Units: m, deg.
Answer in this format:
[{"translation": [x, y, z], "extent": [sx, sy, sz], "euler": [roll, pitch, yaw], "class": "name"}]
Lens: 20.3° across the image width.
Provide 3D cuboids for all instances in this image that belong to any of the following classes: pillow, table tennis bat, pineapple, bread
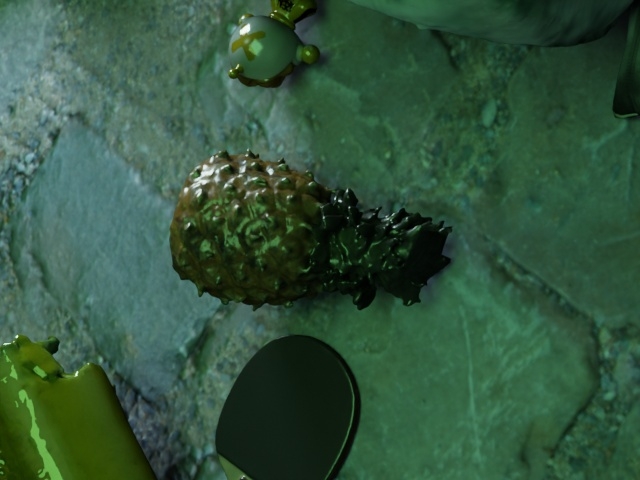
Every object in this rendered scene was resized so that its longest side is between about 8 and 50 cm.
[{"translation": [0.301, -0.172, 1.604], "extent": [0.091, 0.055, 0.136], "euler": [15, 90, 36], "class": "pillow"}, {"translation": [-0.056, 0.225, 1.806], "extent": [0.154, 0.021, 0.274], "euler": [33, 99, 33], "class": "table tennis bat"}, {"translation": [0.000, 0.000, 1.742], "extent": [0.278, 0.158, 0.158], "euler": [10, 89, 21], "class": "pineapple"}, {"translation": [-0.259, 0.310, 1.814], "extent": [0.251, 0.208, 0.377], "euler": [-36, 65, 18], "class": "bread"}]

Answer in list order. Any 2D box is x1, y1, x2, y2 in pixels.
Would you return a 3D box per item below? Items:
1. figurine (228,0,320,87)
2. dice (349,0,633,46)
[{"translation": [-0.038, -0.219, 1.833], "extent": [0.143, 0.068, 0.101], "euler": [-38, 58, 9], "class": "figurine"}, {"translation": [0.132, -0.368, 1.537], "extent": [0.328, 0.330, 0.348], "euler": [28, 119, 29], "class": "dice"}]
